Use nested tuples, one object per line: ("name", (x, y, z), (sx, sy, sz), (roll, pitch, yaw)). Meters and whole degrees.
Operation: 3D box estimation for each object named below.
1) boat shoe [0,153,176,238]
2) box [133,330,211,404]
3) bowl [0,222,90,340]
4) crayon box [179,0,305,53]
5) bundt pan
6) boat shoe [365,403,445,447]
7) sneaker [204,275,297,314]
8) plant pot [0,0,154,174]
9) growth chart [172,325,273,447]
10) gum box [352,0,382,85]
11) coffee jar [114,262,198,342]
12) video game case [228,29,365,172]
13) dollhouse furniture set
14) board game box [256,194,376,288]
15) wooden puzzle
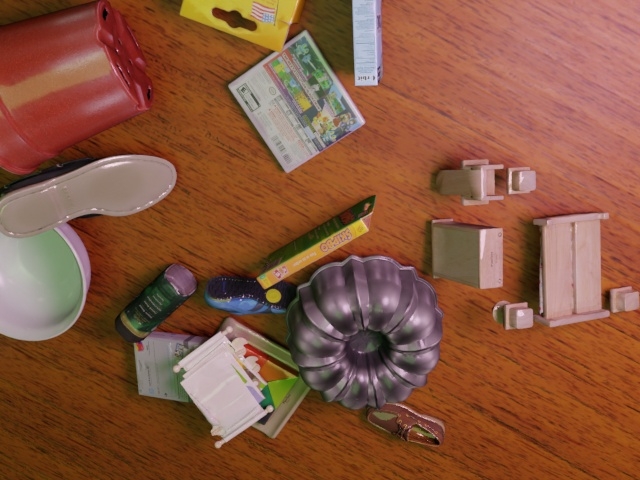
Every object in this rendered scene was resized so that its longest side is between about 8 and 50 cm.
("boat shoe", (-0.453, -0.101, 1.248), (0.340, 0.113, 0.127), (-24, 126, -24))
("box", (-0.317, 0.277, 1.421), (0.186, 0.038, 0.145), (2, 104, 19))
("bowl", (-0.599, 0.048, 1.358), (0.297, 0.134, 0.298), (3, 110, 9))
("crayon box", (-0.102, -0.508, 1.106), (0.202, 0.081, 0.319), (22, 111, 1))
("bundt pan", (0.091, 0.199, 1.280), (0.330, 0.124, 0.331), (-1, 112, -2))
("boat shoe", (0.183, 0.398, 1.400), (0.178, 0.060, 0.064), (17, 111, 3))
("sneaker", (-0.138, 0.123, 1.358), (0.209, 0.069, 0.082), (6, 147, -4))
("plant pot", (-0.462, -0.286, 1.161), (0.265, 0.272, 0.272), (-17, 106, 6))
("growth chart", (-0.199, 0.310, 1.377), (0.172, 0.021, 0.237), (-28, 108, -8))
("gum box", (0.081, -0.362, 1.090), (0.041, 0.157, 0.184), (0, 109, 8))
("coffee jar", (-0.349, 0.135, 1.370), (0.184, 0.096, 0.079), (-42, 96, 19))
("video game case", (-0.045, -0.257, 1.220), (0.183, 0.023, 0.201), (-30, 102, 18))
("dollhouse furniture set", (0.406, -0.006, 1.232), (0.355, 0.174, 0.303), (-5, 98, -20))
("board game box", (0.000, 0.000, 1.251), (0.259, 0.124, 0.039), (-32, 103, 18))
("wooden puzzle", (-0.155, 0.310, 1.430), (0.238, 0.044, 0.221), (32, 112, -3))
